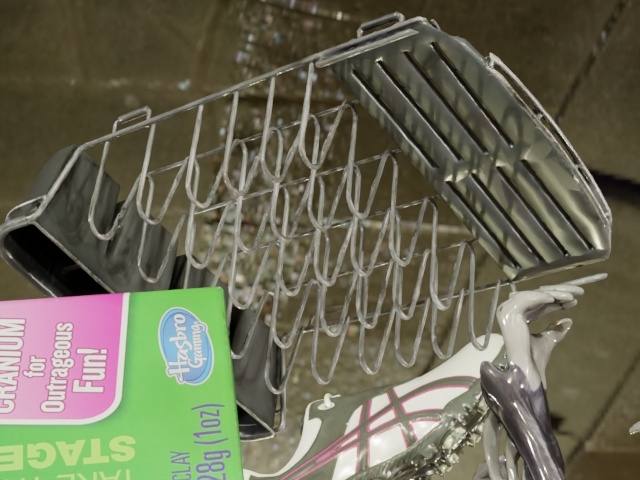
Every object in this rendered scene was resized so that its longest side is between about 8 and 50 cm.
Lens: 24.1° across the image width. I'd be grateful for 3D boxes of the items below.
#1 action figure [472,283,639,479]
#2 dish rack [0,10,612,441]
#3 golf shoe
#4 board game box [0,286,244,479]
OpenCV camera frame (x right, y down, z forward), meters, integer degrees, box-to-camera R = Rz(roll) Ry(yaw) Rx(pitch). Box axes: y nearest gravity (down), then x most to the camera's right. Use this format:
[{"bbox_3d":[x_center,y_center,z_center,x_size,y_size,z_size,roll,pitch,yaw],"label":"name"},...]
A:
[{"bbox_3d":[0.145,0.096,0.647,0.276,0.141,0.164,-30,142,24],"label":"action figure"},{"bbox_3d":[0.000,0.000,0.753,0.272,0.074,0.208,-17,135,33],"label":"dish rack"},{"bbox_3d":[0.052,0.150,1.199,0.120,0.273,0.105,40,155,20],"label":"golf shoe"},{"bbox_3d":[-0.184,0.138,0.575,0.317,0.242,0.064,-4,139,-7],"label":"board game box"}]
